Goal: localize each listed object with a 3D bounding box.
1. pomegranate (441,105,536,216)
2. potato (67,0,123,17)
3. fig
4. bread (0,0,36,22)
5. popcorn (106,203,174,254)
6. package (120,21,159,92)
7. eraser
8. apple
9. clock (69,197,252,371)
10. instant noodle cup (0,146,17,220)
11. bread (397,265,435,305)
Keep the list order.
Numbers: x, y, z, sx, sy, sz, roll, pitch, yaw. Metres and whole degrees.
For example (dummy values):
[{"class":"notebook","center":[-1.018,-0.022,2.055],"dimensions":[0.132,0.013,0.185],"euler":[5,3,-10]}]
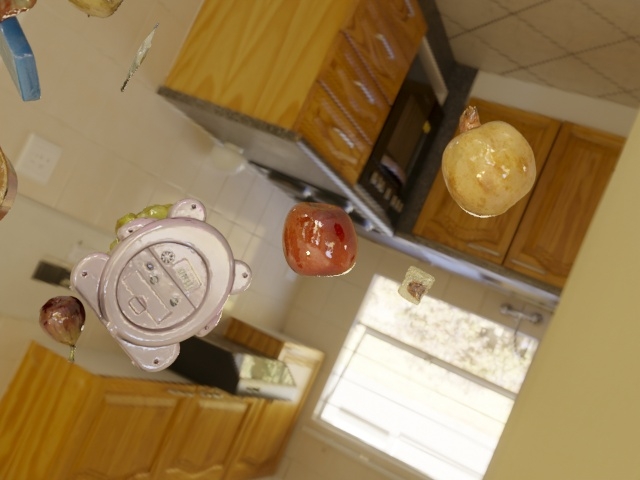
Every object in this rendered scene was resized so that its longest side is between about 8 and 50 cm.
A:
[{"class":"pomegranate","center":[0.350,-0.152,1.469],"dimensions":[0.207,0.207,0.207],"euler":[24,175,2]},{"class":"potato","center":[-0.407,-0.536,1.172],"dimensions":[0.115,0.299,0.239],"euler":[0,-157,-46]},{"class":"fig","center":[-0.488,0.171,1.340],"dimensions":[0.088,0.125,0.089],"euler":[-8,-160,3]},{"class":"bread","center":[-0.609,-0.543,1.192],"dimensions":[0.114,0.295,0.328],"euler":[-8,120,23]},{"class":"popcorn","center":[-0.420,0.012,1.783],"dimensions":[0.235,0.250,0.241],"euler":[36,156,-27]},{"class":"package","center":[-0.524,-0.530,2.020],"dimensions":[0.027,0.173,0.171],"euler":[28,154,-20]},{"class":"eraser","center":[-0.647,-0.442,1.411],"dimensions":[0.312,0.042,0.144],"euler":[60,154,15]},{"class":"apple","center":[0.000,0.000,1.625],"dimensions":[0.180,0.169,0.181],"euler":[5,-172,-1]},{"class":"clock","center":[-0.333,0.087,1.498],"dimensions":[0.296,0.322,0.113],"euler":[55,164,-14]},{"class":"instant noodle cup","center":[-0.831,-0.133,1.584],"dimensions":[0.296,0.297,0.214],"euler":[25,174,-7]},{"class":"bread","center":[0.232,0.110,1.712],"dimensions":[0.070,0.083,0.035],"euler":[34,-170,17]}]
